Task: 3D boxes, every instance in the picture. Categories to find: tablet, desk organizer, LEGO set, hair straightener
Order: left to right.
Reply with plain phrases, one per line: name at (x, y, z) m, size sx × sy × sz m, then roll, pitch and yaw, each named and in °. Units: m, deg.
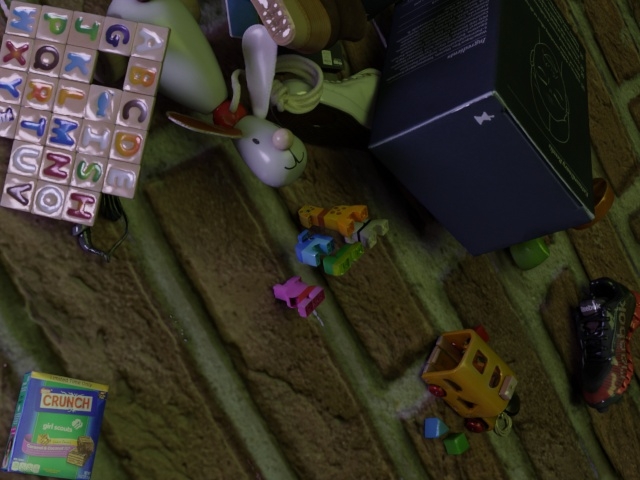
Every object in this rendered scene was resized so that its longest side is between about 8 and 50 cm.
hair straightener at (-0.269, -0.087, 0.937) m, size 0.089 × 0.047 × 0.231 m, roll -7°, pitch 83°, yaw -37°
tablet at (-0.117, -0.341, 1.143) m, size 0.054 × 0.006 × 0.083 m, roll -2°, pitch 80°, yaw -37°
desk organizer at (-0.030, -0.279, 1.163) m, size 0.130 × 0.050 × 0.047 m, roll -3°, pitch 80°, yaw -37°
LEGO set at (0.000, 0.000, 1.102) m, size 0.227 × 0.093 × 0.087 m, roll -43°, pitch 136°, yaw -41°

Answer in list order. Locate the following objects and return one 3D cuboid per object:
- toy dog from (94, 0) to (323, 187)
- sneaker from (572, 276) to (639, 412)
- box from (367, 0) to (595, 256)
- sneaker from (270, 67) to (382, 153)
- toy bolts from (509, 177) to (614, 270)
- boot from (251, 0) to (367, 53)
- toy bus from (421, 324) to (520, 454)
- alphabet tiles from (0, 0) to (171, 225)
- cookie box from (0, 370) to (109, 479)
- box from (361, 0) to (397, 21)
toy dog at (-0.144, -0.220, 0.935) m, size 0.333 × 0.161 × 0.220 m, roll 23°, pitch 67°, yaw -5°
sneaker at (0.528, 0.183, 1.432) m, size 0.135 × 0.097 × 0.276 m, roll 41°, pitch 55°, yaw -22°
box at (0.265, -0.229, 1.198) m, size 0.293 × 0.211 × 0.396 m, roll 42°, pitch 44°, yaw -33°
sneaker at (0.033, -0.214, 1.172) m, size 0.290 × 0.105 × 0.123 m, roll 11°, pitch 65°, yaw -44°
toy bolts at (0.380, -0.101, 1.345) m, size 0.158 × 0.218 × 0.229 m, roll 40°, pitch 40°, yaw -15°
boot at (-0.037, -0.356, 0.958) m, size 0.207 × 0.090 × 0.249 m, roll -32°, pitch 102°, yaw -57°
toy bus at (0.261, 0.233, 1.214) m, size 0.202 × 0.104 × 0.191 m, roll -5°, pitch 81°, yaw -37°
alphabet tiles at (-0.288, -0.143, 0.869) m, size 0.198 × 0.009 × 0.237 m, roll 12°, pitch 90°, yaw 9°
cookie box at (-0.293, 0.207, 0.847) m, size 0.091 × 0.040 × 0.107 m, roll 19°, pitch 67°, yaw -31°
box at (-0.024, -0.533, 1.151) m, size 0.343 × 0.179 × 0.313 m, roll -3°, pitch 80°, yaw -37°
